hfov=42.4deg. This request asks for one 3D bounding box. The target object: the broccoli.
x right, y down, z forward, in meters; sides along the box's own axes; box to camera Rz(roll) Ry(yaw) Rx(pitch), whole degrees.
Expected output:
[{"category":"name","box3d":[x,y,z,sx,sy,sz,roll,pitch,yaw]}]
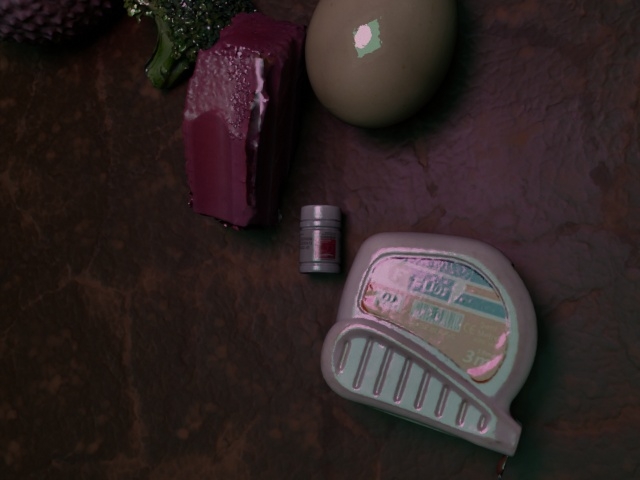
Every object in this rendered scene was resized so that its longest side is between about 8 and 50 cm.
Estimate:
[{"category":"broccoli","box3d":[-0.200,-0.299,1.190,0.220,0.194,0.194,39,97,-6]}]

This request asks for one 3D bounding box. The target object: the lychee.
[{"category":"lychee","box3d":[-0.426,-0.436,1.211,0.300,0.300,0.300,-2,83,18]}]

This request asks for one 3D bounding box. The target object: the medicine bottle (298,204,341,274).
[{"category":"medicine bottle","box3d":[0.000,0.000,1.128,0.058,0.058,0.091,-1,84,18]}]

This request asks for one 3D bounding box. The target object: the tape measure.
[{"category":"tape measure","box3d":[0.147,0.124,1.032,0.258,0.130,0.265,17,84,17]}]

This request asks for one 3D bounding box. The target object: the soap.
[{"category":"soap","box3d":[-0.097,-0.137,1.106,0.112,0.182,0.289,17,127,16]}]

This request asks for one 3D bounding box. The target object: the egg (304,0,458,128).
[{"category":"egg","box3d":[0.082,-0.267,1.062,0.188,0.188,0.253,20,87,20]}]
